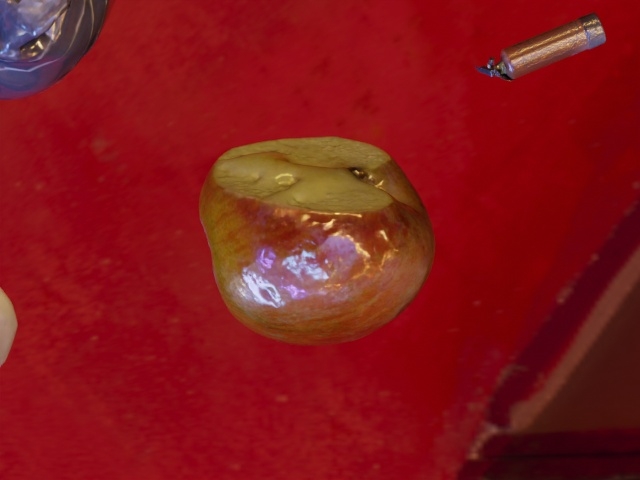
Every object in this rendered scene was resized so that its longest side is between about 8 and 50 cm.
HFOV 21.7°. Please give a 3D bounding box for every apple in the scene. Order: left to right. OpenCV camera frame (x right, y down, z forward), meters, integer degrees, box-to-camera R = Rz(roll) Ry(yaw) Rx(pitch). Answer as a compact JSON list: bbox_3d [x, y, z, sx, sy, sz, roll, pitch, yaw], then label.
[{"bbox_3d":[0.000,0.000,1.297,0.173,0.195,0.160,-15,116,5],"label":"apple"}]

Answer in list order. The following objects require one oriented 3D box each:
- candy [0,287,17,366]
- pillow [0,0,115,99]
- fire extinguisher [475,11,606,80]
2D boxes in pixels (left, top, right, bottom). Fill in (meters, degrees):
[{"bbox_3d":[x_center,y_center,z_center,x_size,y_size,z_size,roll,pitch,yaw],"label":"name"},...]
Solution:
[{"bbox_3d":[-0.310,0.003,0.815,0.208,0.358,0.145,-53,134,1],"label":"candy"},{"bbox_3d":[-0.131,-0.152,0.443,0.092,0.335,0.162,9,109,-38],"label":"pillow"},{"bbox_3d":[0.142,-0.123,1.082,0.083,0.028,0.022,-22,117,0],"label":"fire extinguisher"}]
